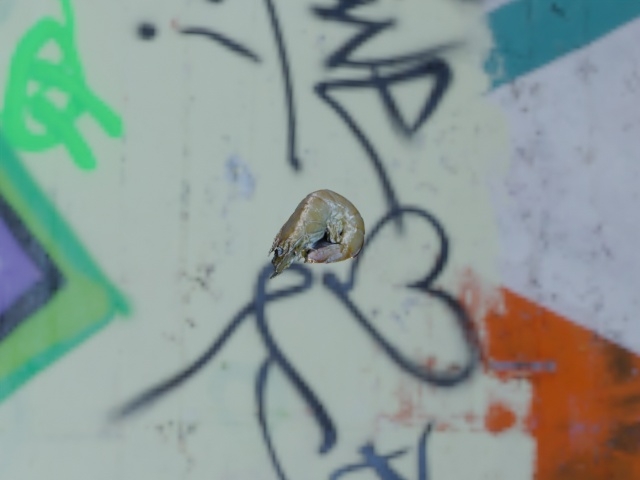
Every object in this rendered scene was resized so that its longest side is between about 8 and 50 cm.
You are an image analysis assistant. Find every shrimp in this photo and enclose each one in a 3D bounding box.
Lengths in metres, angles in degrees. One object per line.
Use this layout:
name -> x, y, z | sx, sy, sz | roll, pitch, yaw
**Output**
shrimp -> 0.000, 0.000, 1.133 | 0.023, 0.059, 0.108 | -56, 180, 45
